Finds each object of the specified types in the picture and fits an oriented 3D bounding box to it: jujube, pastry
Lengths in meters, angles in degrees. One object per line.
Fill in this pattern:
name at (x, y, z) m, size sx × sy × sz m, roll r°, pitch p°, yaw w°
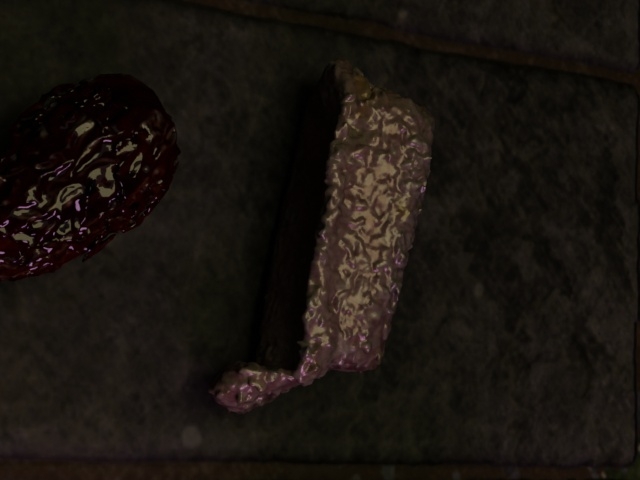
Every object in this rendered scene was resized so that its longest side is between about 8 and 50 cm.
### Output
jujube at (-0.159, -0.034, 1.182) m, size 0.166 × 0.104 × 0.104 m, roll -44°, pitch 112°, yaw -17°
pastry at (0.011, 0.008, 1.294) m, size 0.112 × 0.103 × 0.265 m, roll 24°, pitch 78°, yaw -15°
